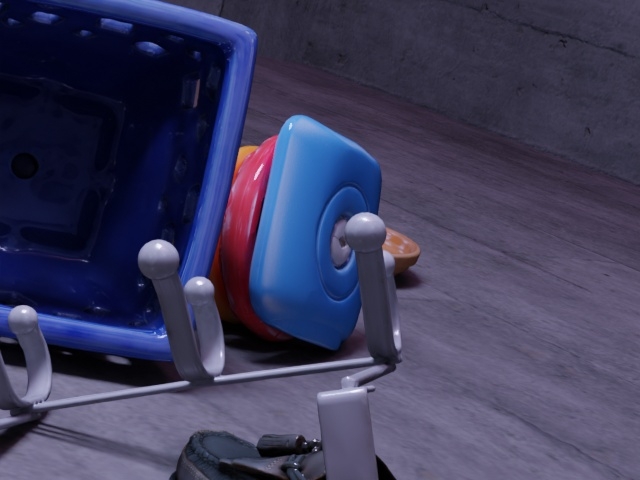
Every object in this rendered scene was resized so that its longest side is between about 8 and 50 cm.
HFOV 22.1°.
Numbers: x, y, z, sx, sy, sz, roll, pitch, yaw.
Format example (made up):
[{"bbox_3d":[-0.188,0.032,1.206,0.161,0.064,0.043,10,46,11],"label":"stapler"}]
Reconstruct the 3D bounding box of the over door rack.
[{"bbox_3d":[-0.081,0.059,0.819,0.239,0.108,0.324,-9,8,6],"label":"over door rack"}]

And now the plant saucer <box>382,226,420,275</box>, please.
[{"bbox_3d":[0.000,0.000,1.641,0.200,0.037,0.200,15,11,-3],"label":"plant saucer"}]

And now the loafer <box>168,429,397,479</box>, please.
[{"bbox_3d":[0.031,0.140,0.818,0.267,0.084,0.096,24,14,41],"label":"loafer"}]

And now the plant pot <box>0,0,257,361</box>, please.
[{"bbox_3d":[-0.196,-0.056,1.150,0.236,0.236,0.212,12,0,-16],"label":"plant pot"}]

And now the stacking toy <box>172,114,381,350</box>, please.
[{"bbox_3d":[-0.115,-0.015,1.321,0.301,0.166,0.175,7,-9,26],"label":"stacking toy"}]

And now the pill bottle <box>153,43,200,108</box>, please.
[{"bbox_3d":[-0.296,-0.166,1.653,0.361,0.204,0.204,17,11,9],"label":"pill bottle"}]
